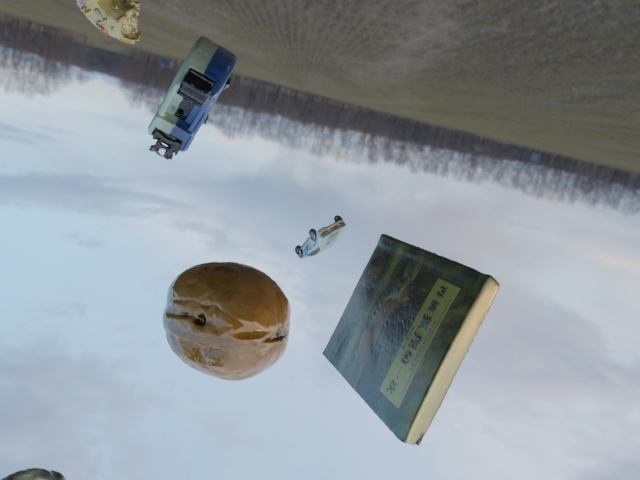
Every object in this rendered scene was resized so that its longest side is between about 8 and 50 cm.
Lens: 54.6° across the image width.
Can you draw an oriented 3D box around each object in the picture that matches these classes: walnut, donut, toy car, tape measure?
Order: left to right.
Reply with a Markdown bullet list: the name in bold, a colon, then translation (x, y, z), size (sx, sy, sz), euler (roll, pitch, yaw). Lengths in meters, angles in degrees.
- **donut**: translation (-0.304, -0.369, 0.879), size (0.108, 0.165, 0.065), euler (17, -142, -2)
- **tape measure**: translation (-0.252, -0.320, 1.286), size (0.098, 0.215, 0.351), euler (28, -156, -18)
- **walnut**: translation (-0.161, 0.133, 1.040), size (0.222, 0.195, 0.195), euler (13, -169, 17)
- **toy car**: translation (0.000, 0.000, 1.596), size (0.095, 0.205, 0.056), euler (-29, -100, -29)

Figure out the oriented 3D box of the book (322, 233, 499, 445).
- **book**: translation (0.077, 0.083, 0.619), size (0.024, 0.160, 0.228), euler (26, -178, -19)

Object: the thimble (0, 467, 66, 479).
- **thimble**: translation (-0.494, 0.481, 0.955), size (0.172, 0.204, 0.250), euler (-26, -164, 15)
